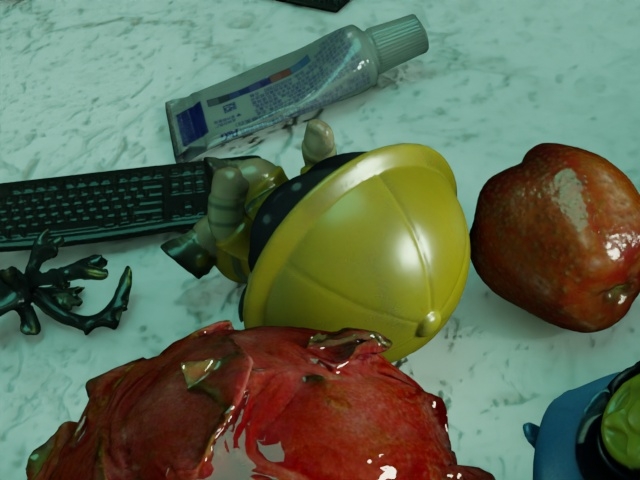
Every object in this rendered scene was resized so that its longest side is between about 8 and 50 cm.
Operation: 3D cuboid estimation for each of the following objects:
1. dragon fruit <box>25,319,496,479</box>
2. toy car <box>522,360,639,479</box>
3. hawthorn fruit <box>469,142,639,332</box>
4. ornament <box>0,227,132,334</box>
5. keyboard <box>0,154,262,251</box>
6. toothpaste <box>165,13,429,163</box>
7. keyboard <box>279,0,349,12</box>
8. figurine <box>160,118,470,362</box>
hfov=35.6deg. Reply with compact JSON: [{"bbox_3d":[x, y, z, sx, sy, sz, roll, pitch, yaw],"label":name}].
[{"bbox_3d":[-0.040,0.156,0.559,0.252,0.241,0.241,9,39,-17],"label":"dragon fruit"},{"bbox_3d":[0.180,0.214,0.483,0.166,0.198,0.314,-31,37,31],"label":"toy car"},{"bbox_3d":[0.186,-0.002,0.744,0.133,0.132,0.138,-26,58,-14],"label":"hawthorn fruit"},{"bbox_3d":[-0.262,0.081,0.797,0.236,0.080,0.202,-18,39,-6],"label":"ornament"},{"bbox_3d":[-0.241,-0.026,0.935,0.381,0.041,0.103,-12,42,1],"label":"keyboard"},{"bbox_3d":[-0.025,-0.161,1.024,0.283,0.068,0.099,-23,12,3],"label":"toothpaste"},{"bbox_3d":[-0.047,-0.313,1.222,0.202,0.011,0.067,20,50,30],"label":"keyboard"},{"bbox_3d":[0.003,0.004,0.761,0.192,0.167,0.257,-44,27,-14],"label":"figurine"}]
